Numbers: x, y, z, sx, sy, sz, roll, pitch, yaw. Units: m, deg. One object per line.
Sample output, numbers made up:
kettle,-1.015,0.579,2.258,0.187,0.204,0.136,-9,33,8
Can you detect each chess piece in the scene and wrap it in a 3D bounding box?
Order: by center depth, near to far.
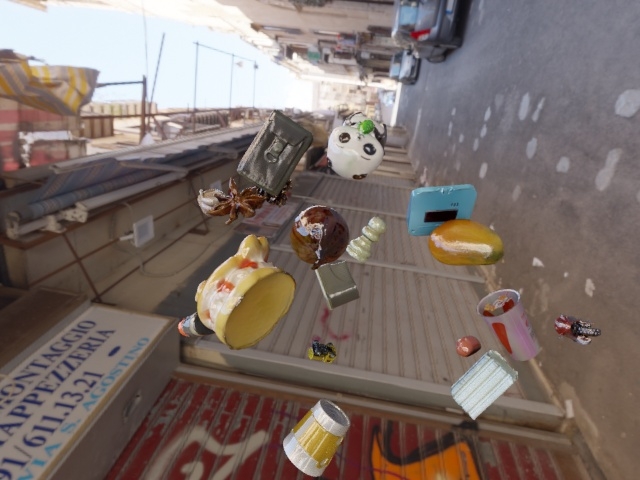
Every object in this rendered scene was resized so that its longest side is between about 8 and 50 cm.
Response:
chess piece,0.248,-0.014,2.092,0.243,0.133,0.133,-55,0,10

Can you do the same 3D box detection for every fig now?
fig,0.001,-0.013,1.525,0.214,0.235,0.234,-136,51,-70

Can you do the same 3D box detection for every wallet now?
wallet,-0.145,-0.281,1.320,0.245,0.169,0.052,-57,23,6

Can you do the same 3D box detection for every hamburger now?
hamburger,-0.219,0.143,1.168,0.261,0.186,0.302,-2,-57,-56

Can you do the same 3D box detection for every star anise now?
star anise,-0.307,-0.141,1.517,0.111,0.213,0.196,63,-150,-60

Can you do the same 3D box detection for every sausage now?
sausage,0.464,0.332,1.272,0.054,0.094,0.059,53,130,33

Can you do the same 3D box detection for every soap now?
soap,0.677,0.594,1.677,0.094,0.150,0.261,3,-52,-56

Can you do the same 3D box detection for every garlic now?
garlic,-0.488,-0.179,1.944,0.131,0.194,0.127,-54,50,39

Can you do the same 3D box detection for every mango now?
mango,0.518,0.006,1.446,0.139,0.255,0.175,47,-132,-63

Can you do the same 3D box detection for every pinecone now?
pinecone,-0.223,-0.268,1.988,0.179,0.205,0.184,-7,-53,-49

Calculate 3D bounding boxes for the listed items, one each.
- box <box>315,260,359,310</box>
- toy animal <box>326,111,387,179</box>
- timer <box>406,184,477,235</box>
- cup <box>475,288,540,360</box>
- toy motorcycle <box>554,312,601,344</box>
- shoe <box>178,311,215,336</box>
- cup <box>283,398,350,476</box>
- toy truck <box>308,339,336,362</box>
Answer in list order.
box,0.087,0.230,2.168,0.274,0.178,0.138,-111,3,-48
toy animal,0.141,-0.355,1.507,0.266,0.213,0.212,-61,-19,-53
timer,0.451,-0.128,1.530,0.249,0.232,0.091,83,-174,-54
cup,0.860,0.390,1.821,0.288,0.203,0.203,56,-163,-11
toy motorcycle,0.828,0.291,1.328,0.213,0.123,0.082,27,-103,-68
shoe,-0.525,0.382,1.863,0.336,0.171,0.132,2,-108,-68
cup,0.006,0.743,1.542,0.226,0.185,0.241,-56,-38,4
toy truck,0.009,0.352,1.267,0.054,0.083,0.049,-60,27,26
